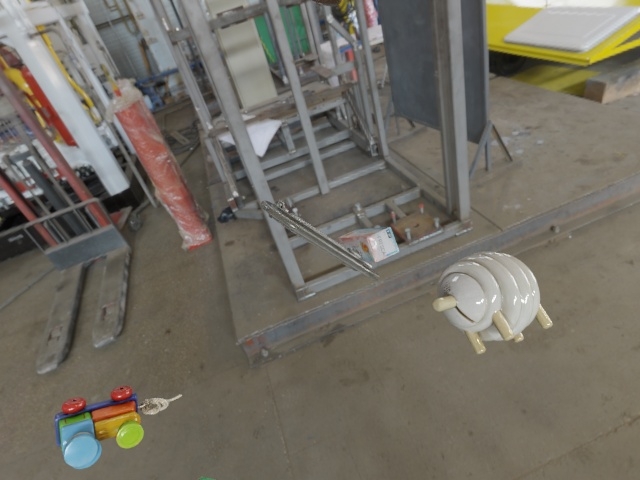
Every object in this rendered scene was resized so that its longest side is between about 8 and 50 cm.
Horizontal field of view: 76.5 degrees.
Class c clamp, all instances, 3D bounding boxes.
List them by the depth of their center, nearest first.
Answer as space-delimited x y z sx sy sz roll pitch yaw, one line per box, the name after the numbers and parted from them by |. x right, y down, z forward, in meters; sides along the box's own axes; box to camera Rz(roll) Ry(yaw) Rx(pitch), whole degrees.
0.000 0.000 0.430 0.022 0.161 0.137 -55 24 5 | c clamp

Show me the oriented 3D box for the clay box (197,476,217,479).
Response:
-0.118 0.441 0.610 0.222 0.127 0.053 2 11 19 | clay box

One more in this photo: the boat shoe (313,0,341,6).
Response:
-0.044 -0.374 0.339 0.123 0.342 0.123 -49 46 -2 | boat shoe

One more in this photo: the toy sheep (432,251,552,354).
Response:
0.154 0.053 0.375 0.132 0.091 0.091 0 22 -37 | toy sheep

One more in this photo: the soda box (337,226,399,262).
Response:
0.102 0.008 0.913 0.063 0.058 0.183 -23 7 -15 | soda box

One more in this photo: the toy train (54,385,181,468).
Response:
-0.388 0.367 0.825 0.248 0.105 0.143 -4 5 -34 | toy train
